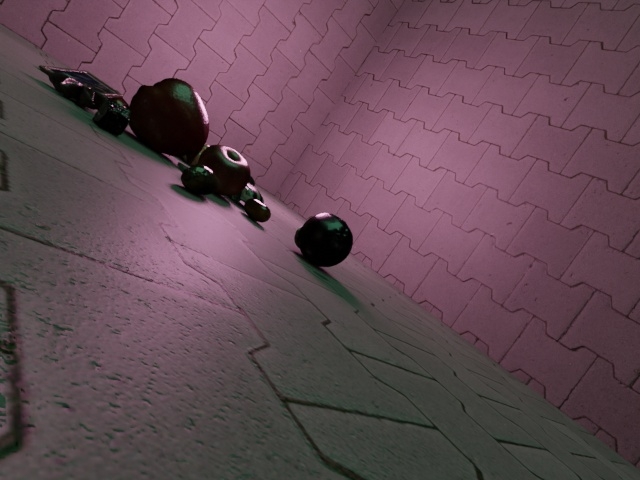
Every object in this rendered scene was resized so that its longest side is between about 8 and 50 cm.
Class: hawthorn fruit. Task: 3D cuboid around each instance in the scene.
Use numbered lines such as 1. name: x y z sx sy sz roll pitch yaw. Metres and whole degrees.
1. hawthorn fruit: -0.565 -0.468 1.697 0.311 0.295 0.295 30 4 -3

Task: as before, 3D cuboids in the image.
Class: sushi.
1. sushi: -0.647 -0.376 1.384 0.084 0.098 0.094 25 28 -45

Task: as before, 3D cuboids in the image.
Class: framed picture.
1. framed picture: -1.012 -0.673 1.907 0.209 0.019 0.281 34 20 -1

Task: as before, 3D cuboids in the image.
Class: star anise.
1. star anise: -0.819 -0.503 1.536 0.197 0.073 0.212 32 5 35

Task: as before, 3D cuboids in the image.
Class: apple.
1. apple: -0.355 -0.248 1.628 0.201 0.162 0.201 32 26 -17

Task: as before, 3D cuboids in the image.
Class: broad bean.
1. broad bean: -0.944 -0.635 2.060 0.165 0.084 0.114 43 25 27

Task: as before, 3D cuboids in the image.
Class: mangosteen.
1. mangosteen: 0.000 0.000 1.538 0.194 0.194 0.231 31 -25 -35

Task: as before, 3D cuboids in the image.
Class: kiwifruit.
1. kiwifruit: -0.227 -0.107 1.602 0.124 0.075 0.075 32 1 39

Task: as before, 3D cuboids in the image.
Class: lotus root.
1. lotus root: -0.350 -0.175 1.317 0.179 0.089 0.080 27 45 -80

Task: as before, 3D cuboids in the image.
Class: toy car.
1. toy car: -0.338 -0.231 1.841 0.306 0.125 0.136 35 3 35

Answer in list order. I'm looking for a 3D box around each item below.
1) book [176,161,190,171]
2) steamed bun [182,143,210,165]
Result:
1. book: -0.468 -0.244 1.676 0.135 0.017 0.103 30 7 -46
2. steamed bun: -0.553 -0.401 2.092 0.295 0.137 0.292 35 0 44
